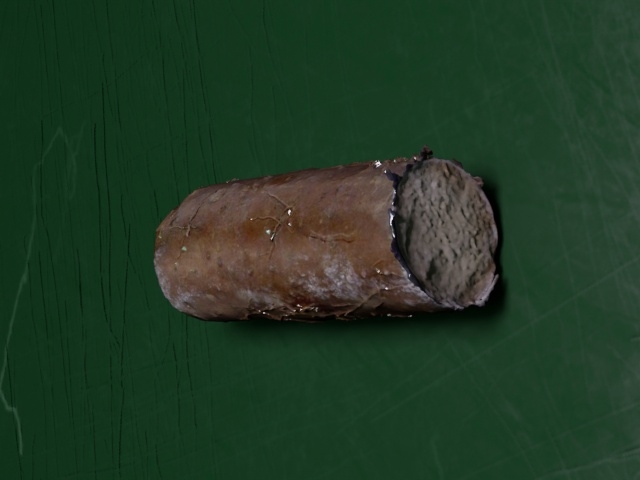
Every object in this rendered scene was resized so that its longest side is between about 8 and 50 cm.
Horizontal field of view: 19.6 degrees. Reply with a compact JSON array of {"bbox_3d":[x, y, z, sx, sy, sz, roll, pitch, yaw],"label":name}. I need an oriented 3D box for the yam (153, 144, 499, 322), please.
[{"bbox_3d":[0.001,0.000,1.448,0.279,0.131,0.131,-4,77,43],"label":"yam"}]
